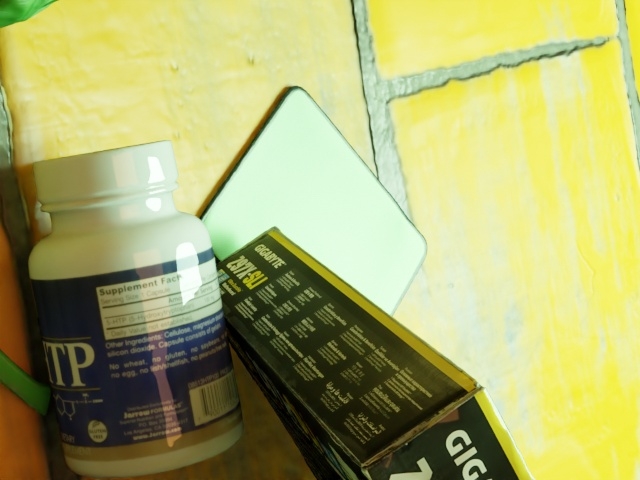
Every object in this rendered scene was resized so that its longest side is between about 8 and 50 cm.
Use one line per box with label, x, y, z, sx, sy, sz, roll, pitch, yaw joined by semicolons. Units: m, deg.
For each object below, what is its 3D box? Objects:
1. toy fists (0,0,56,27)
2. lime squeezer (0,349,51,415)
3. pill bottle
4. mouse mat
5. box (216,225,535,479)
toy fists;-0.130;-0.237;0.744;0.096;0.142;0.279;49;58;-29
lime squeezer;-0.274;0.029;0.677;0.310;0.059;0.110;9;112;-43
pill bottle;-0.115;0.038;0.768;0.112;0.112;0.187;-14;97;-41
mouse mat;0.000;0.000;0.943;0.190;0.007;0.153;50;58;-30
box;0.052;0.148;0.778;0.079;0.322;0.257;-32;112;-10
